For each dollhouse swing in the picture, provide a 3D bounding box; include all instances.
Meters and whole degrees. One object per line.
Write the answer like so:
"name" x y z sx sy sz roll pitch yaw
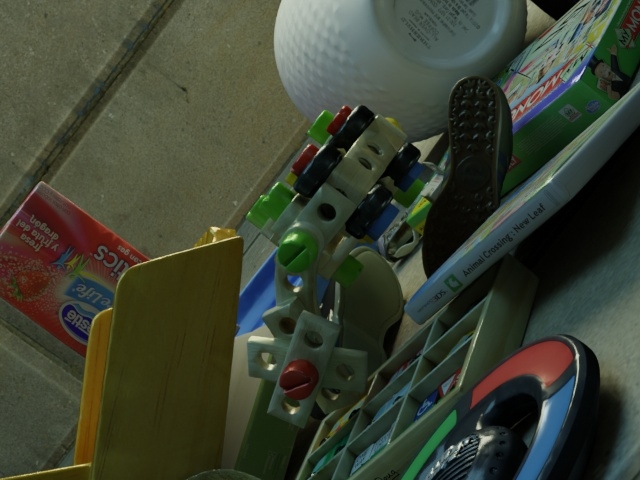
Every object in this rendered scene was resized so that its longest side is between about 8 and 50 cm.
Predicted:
"dollhouse swing" -0.263 0.140 1.435 0.347 0.305 0.315 142 134 -75

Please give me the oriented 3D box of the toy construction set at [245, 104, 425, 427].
"toy construction set" 0.000 0.000 1.271 0.215 0.151 0.327 -51 16 30

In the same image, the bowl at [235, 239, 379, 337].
"bowl" -0.063 0.115 1.798 0.391 0.077 0.391 -51 9 11

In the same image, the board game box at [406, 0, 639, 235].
"board game box" 0.216 -0.140 1.416 0.213 0.046 0.317 -58 9 -34

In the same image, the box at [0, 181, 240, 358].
"box" -0.265 0.072 1.779 0.142 0.300 0.154 -54 9 -6

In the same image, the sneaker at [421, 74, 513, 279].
"sneaker" 0.140 -0.048 1.297 0.086 0.064 0.192 -1 -81 -70

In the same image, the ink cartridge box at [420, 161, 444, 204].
"ink cartridge box" 0.125 -0.038 1.358 0.028 0.083 0.048 -52 8 -1

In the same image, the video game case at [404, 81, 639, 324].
"video game case" 0.172 -0.037 1.132 0.212 0.023 0.193 -42 -2 -45

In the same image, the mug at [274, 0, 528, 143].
"mug" 0.078 -0.298 1.713 0.276 0.374 0.328 -32 5 -9

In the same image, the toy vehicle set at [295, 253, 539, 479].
"toy vehicle set" 0.061 0.141 1.133 0.267 0.035 0.166 -47 10 38

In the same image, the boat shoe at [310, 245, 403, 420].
"boat shoe" 0.026 0.086 1.402 0.069 0.081 0.227 -44 14 29

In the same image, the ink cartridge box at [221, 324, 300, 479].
"ink cartridge box" -0.075 0.178 1.515 0.235 0.056 0.171 148 140 -69

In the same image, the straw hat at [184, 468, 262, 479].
"straw hat" -0.080 0.273 1.247 0.144 0.144 0.061 -57 -32 -23

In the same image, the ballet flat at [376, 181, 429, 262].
"ballet flat" 0.106 -0.017 1.572 0.114 0.041 0.041 -49 9 26

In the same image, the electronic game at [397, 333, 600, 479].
"electronic game" 0.090 0.153 0.881 0.229 0.048 0.229 -52 8 10

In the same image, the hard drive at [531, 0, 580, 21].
"hard drive" 0.376 -0.414 1.613 0.237 0.064 0.339 -58 9 -34
